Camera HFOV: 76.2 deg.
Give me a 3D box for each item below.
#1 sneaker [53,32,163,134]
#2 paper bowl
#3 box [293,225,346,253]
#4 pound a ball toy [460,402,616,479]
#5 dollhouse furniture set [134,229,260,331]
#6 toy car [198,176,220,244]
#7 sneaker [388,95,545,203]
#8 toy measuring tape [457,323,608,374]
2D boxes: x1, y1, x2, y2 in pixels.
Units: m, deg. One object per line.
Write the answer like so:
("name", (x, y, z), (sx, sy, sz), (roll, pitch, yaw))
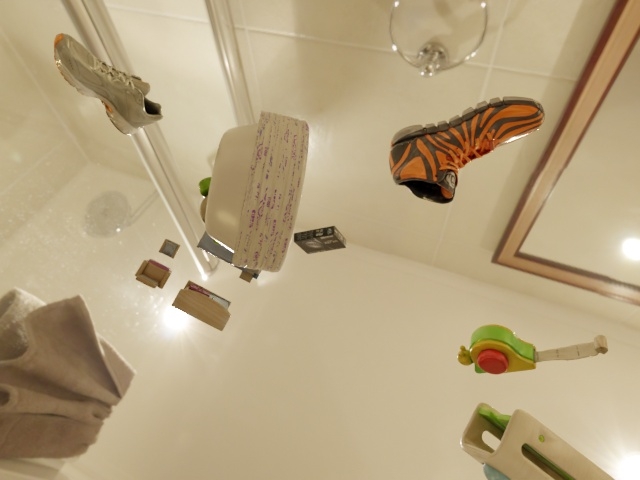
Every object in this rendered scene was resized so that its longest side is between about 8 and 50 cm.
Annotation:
("sneaker", (-0.450, -0.350, 0.899), (0.120, 0.262, 0.100), (-14, -116, 10))
("paper bowl", (-0.121, -0.092, 0.746), (0.147, 0.284, 0.285), (12, -128, -12))
("box", (0.000, 0.000, 0.775), (0.083, 0.067, 0.018), (-10, -116, 19))
("pound a ball toy", (0.426, 0.472, 0.815), (0.319, 0.208, 0.136), (38, -110, -2))
("dollhouse furniture set", (-0.283, 0.031, 1.071), (0.286, 0.198, 0.304), (30, -97, -11))
("toy car", (-0.220, -0.049, 1.010), (0.148, 0.188, 0.155), (-13, -110, -19))
("sneaker", (0.301, -0.172, 0.855), (0.320, 0.124, 0.180), (-13, -126, 28))
("toy measuring tape", (0.468, 0.243, 0.958), (0.329, 0.121, 0.122), (-25, -139, 39))
